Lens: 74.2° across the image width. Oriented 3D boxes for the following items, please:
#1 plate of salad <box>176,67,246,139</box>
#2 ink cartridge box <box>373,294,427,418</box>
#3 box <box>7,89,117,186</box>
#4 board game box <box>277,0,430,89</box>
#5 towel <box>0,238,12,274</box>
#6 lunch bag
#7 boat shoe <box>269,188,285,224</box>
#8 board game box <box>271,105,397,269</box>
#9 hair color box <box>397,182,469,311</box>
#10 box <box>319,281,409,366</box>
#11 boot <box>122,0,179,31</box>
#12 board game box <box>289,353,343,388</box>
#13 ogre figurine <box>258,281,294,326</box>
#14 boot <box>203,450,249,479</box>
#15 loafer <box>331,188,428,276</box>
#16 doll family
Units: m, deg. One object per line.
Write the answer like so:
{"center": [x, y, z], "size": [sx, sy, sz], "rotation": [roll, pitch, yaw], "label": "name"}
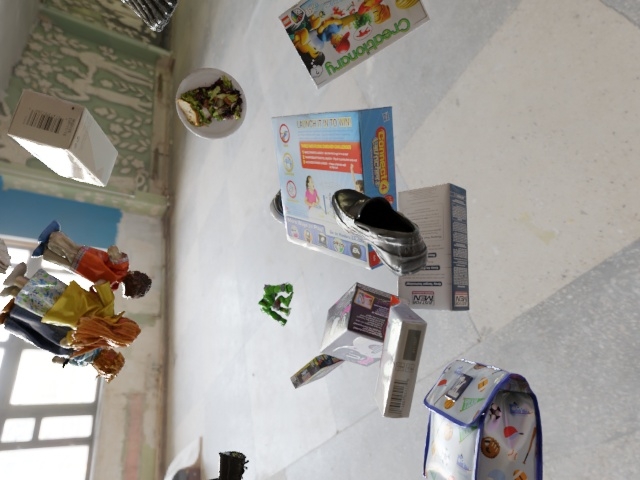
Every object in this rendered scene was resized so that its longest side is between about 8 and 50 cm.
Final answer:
{"center": [-0.314, -0.390, 1.218], "size": [0.048, 0.200, 0.199], "rotation": [-108, 38, -67], "label": "plate of salad"}
{"center": [0.142, 0.224, 0.876], "size": [0.232, 0.066, 0.188], "rotation": [-145, 64, -78], "label": "ink cartridge box"}
{"center": [-0.670, -0.259, 1.135], "size": [0.311, 0.148, 0.121], "rotation": [138, 145, -76], "label": "box"}
{"center": [0.077, -0.524, 1.001], "size": [0.306, 0.192, 0.053], "rotation": [-26, 17, 20], "label": "board game box"}
{"center": [-1.124, 0.004, 1.390], "size": [0.282, 0.187, 0.049], "rotation": [31, 74, 40], "label": "towel"}
{"center": [0.453, 0.552, 1.223], "size": [0.328, 0.239, 0.384], "rotation": [142, 139, -77], "label": "lunch bag"}
{"center": [-0.075, -0.125, 1.140], "size": [0.076, 0.080, 0.228], "rotation": [-57, 8, 30], "label": "boat shoe"}
{"center": [0.025, -0.122, 0.912], "size": [0.308, 0.086, 0.301], "rotation": [18, 120, 51], "label": "board game box"}
{"center": [0.319, 0.025, 1.209], "size": [0.174, 0.105, 0.346], "rotation": [-6, 80, 45], "label": "hair color box"}
{"center": [0.116, 0.242, 1.168], "size": [0.247, 0.164, 0.142], "rotation": [124, 164, -59], "label": "box"}
{"center": [-0.333, -0.558, 0.729], "size": [0.348, 0.260, 0.131], "rotation": [-20, 43, 57], "label": "boot"}
{"center": [-0.004, 0.440, 1.458], "size": [0.170, 0.141, 0.048], "rotation": [-48, 60, 37], "label": "board game box"}
{"center": [-0.171, 0.237, 1.634], "size": [0.197, 0.118, 0.096], "rotation": [98, -167, -51], "label": "ogre figurine"}
{"center": [-0.230, 0.538, 0.975], "size": [0.045, 0.121, 0.099], "rotation": [54, -137, -83], "label": "boot"}
{"center": [0.081, -0.034, 0.626], "size": [0.223, 0.076, 0.078], "rotation": [-131, 27, -51], "label": "loafer"}
{"center": [-0.319, 0.112, 0.545], "size": [0.263, 0.163, 0.118], "rotation": [-45, 20, 34], "label": "doll family"}
